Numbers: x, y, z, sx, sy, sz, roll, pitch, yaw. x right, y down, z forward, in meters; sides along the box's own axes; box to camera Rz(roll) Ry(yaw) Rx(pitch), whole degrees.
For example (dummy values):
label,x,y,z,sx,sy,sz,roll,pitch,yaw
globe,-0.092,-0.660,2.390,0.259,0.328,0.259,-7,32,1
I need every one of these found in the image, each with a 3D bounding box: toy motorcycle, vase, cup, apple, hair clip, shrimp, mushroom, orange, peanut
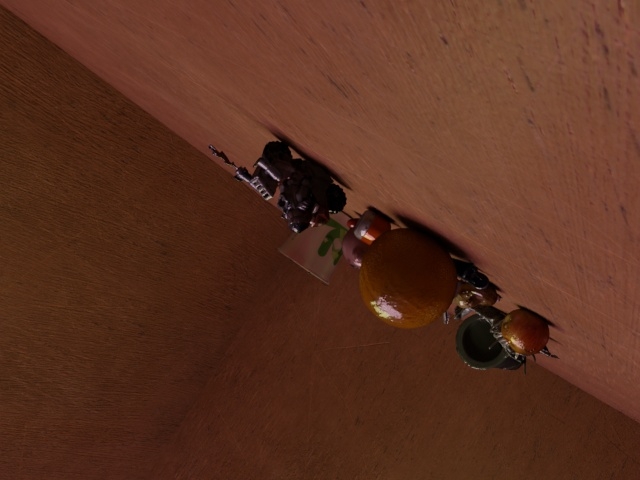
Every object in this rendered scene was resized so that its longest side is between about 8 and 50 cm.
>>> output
label,x,y,z,sx,sy,sz,roll,pitch,yaw
toy motorcycle,-0.105,-0.155,1.557,0.401,0.207,0.134,38,146,-23
vase,0.742,0.452,2.522,0.245,0.245,0.291,30,-179,39
cup,0.000,0.000,2.297,0.253,0.274,0.253,34,177,2
apple,0.627,0.285,1.809,0.146,0.146,0.146,32,177,2
hair clip,0.395,0.076,1.729,0.083,0.048,0.275,32,-178,-17
shrimp,0.678,0.347,2.192,0.410,0.166,0.221,45,-172,38
mushroom,0.474,0.158,1.773,0.109,0.085,0.126,0,180,-33
orange,0.233,0.101,1.598,0.274,0.274,0.274,32,177,2
peanut,0.519,0.206,2.171,0.082,0.082,0.187,33,178,-10

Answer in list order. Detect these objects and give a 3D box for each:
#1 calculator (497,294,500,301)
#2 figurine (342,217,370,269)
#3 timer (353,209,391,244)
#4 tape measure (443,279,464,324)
label,x,y,z,sx,sy,sz,roll,pitch,yaw
calculator,0.532,0.171,1.932,0.103,0.024,0.166,32,176,-4
figurine,0.158,0.025,2.046,0.173,0.173,0.173,32,177,2
timer,0.169,-0.031,1.763,0.136,0.099,0.136,23,-173,-3
tape measure,0.384,0.169,1.950,0.105,0.178,0.196,28,175,45
